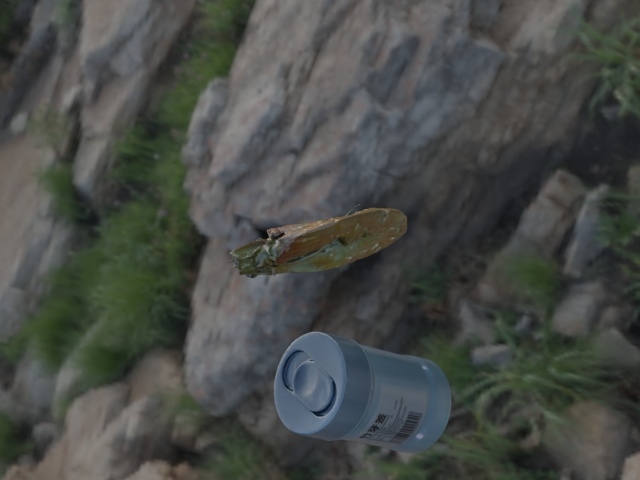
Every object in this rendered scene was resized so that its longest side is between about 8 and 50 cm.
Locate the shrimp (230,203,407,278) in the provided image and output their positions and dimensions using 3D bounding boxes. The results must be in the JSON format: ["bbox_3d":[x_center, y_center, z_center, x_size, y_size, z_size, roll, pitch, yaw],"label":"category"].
[{"bbox_3d":[0.000,-0.002,1.440,0.051,0.217,0.115,68,153,25],"label":"shrimp"}]

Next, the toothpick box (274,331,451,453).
[{"bbox_3d":[0.043,0.152,1.284,0.101,0.153,0.101,-19,63,42],"label":"toothpick box"}]
